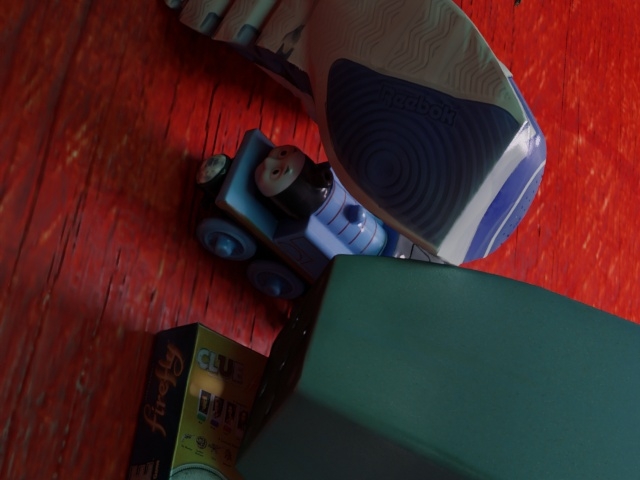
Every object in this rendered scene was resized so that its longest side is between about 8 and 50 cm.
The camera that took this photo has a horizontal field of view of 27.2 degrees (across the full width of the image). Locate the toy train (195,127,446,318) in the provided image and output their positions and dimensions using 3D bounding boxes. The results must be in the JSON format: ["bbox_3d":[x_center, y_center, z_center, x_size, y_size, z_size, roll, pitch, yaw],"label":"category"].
[{"bbox_3d":[0.000,0.000,0.884,0.184,0.105,0.080,44,49,-31],"label":"toy train"}]

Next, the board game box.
[{"bbox_3d":[-0.019,0.174,0.856,0.243,0.042,0.165,32,56,-38],"label":"board game box"}]

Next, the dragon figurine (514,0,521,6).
[{"bbox_3d":[0.125,-0.249,1.031,0.144,0.289,0.085,69,20,-76],"label":"dragon figurine"}]

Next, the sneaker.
[{"bbox_3d":[0.047,-0.113,0.883,0.315,0.127,0.182,46,15,32],"label":"sneaker"}]

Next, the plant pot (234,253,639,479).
[{"bbox_3d":[0.081,0.120,0.792,0.234,0.165,0.165,24,47,-9],"label":"plant pot"}]
